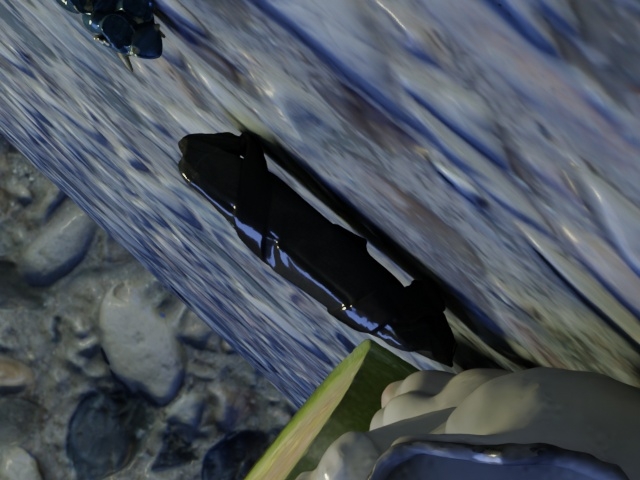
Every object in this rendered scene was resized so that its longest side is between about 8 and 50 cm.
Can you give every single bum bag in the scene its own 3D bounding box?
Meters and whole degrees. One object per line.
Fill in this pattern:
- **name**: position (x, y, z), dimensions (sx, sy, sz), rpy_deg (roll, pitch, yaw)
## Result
- **bum bag**: position (0.000, 0.000, 1.042), dimensions (0.197, 0.049, 0.087), rpy_deg (40, -163, 11)

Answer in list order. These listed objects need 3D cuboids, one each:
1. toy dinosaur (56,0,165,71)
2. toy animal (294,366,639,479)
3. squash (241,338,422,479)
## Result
- **toy dinosaur**: position (-0.110, -0.120, 0.955), dimensions (0.083, 0.030, 0.047), rpy_deg (45, 170, -25)
- **toy animal**: position (0.110, 0.146, 0.886), dimensions (0.258, 0.194, 0.357), rpy_deg (15, -174, 7)
- **squash**: position (0.105, 0.268, 1.165), dimensions (0.384, 0.263, 0.263), rpy_deg (37, 173, -2)
